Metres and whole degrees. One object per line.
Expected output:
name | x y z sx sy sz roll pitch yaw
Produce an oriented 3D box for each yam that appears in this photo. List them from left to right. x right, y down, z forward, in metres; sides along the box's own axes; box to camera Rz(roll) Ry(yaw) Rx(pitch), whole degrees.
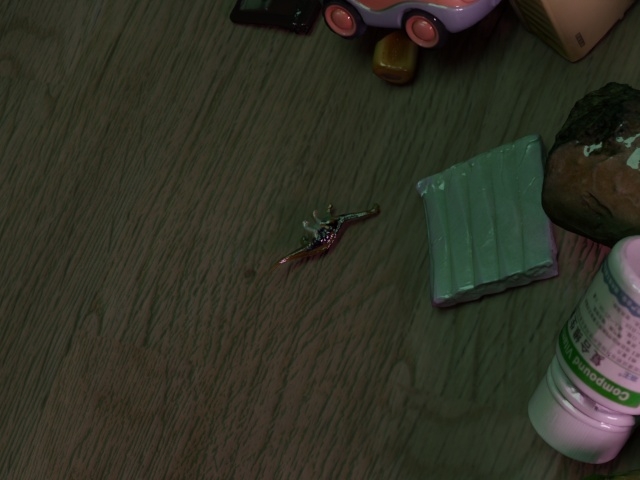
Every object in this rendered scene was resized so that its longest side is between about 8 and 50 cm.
yam | 0.410 -0.056 1.507 0.300 0.195 0.195 27 78 34

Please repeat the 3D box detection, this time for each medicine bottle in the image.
medicine bottle | 0.323 0.120 1.429 0.139 0.139 0.236 57 137 37

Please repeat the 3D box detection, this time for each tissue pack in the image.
tissue pack | 0.312 -0.364 1.703 0.159 0.234 0.125 -46 55 -1

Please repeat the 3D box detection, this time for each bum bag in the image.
bum bag | -0.060 -0.370 2.035 0.159 0.026 0.109 13 70 38

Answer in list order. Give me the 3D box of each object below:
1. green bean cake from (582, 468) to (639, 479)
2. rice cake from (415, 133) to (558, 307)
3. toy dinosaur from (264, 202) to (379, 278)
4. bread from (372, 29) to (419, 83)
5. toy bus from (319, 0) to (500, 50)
green bean cake | 0.308 0.351 1.338 0.214 0.113 0.200 -59 42 32
rice cake | 0.213 -0.024 1.690 0.189 0.037 0.198 -20 56 16
toy dinosaur | -0.006 -0.010 1.797 0.180 0.037 0.058 -38 48 3
bread | 0.107 -0.269 1.871 0.062 0.049 0.103 8 63 2
toy bus | 0.116 -0.408 1.808 0.288 0.232 0.194 14 46 35
